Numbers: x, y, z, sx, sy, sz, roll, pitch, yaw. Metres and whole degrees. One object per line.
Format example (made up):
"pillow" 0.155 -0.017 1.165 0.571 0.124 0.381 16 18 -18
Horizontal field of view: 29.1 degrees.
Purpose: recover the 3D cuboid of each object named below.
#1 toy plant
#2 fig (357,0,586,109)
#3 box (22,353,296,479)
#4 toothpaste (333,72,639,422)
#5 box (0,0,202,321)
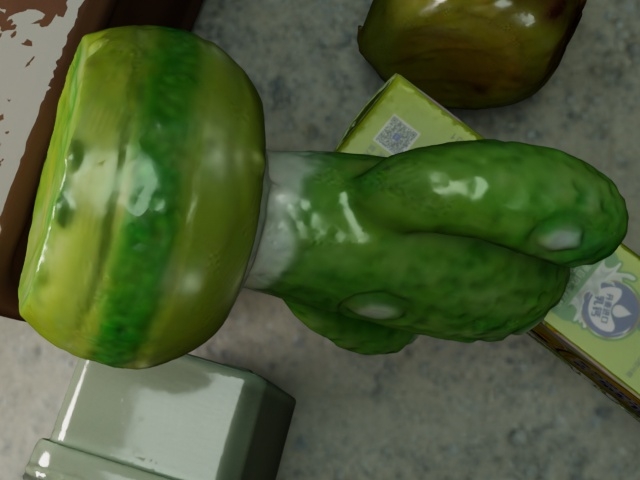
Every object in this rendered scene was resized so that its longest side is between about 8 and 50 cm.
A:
"toy plant" 0.000 0.000 0.702 0.316 0.224 0.184 12 60 -15
"fig" 0.108 -0.161 0.866 0.165 0.144 0.154 -34 46 20
"box" -0.094 0.140 0.805 0.148 0.210 0.129 16 80 8
"toothpaste" 0.152 0.018 0.848 0.327 0.110 0.077 38 85 9
"box" -0.240 -0.130 0.848 0.229 0.239 0.339 21 84 6
